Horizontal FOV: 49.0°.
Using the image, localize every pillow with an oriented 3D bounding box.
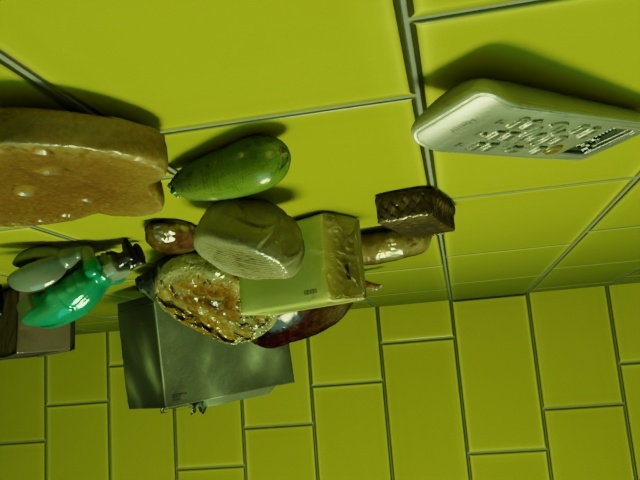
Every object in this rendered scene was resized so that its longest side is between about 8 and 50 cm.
[{"bbox_3d":[-0.333,0.101,1.624,0.161,0.092,0.335,29,160,-16],"label":"pillow"}]

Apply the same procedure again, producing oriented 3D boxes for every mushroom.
[{"bbox_3d":[-0.058,0.144,1.687,0.345,0.239,0.345,-14,-168,3],"label":"mushroom"}]

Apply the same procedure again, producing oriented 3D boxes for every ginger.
[{"bbox_3d":[0.136,0.010,1.424,0.190,0.068,0.095,-10,-167,22],"label":"ginger"}]

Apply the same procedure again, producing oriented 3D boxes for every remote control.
[{"bbox_3d":[0.239,-0.134,0.769,0.313,0.055,0.109,-2,163,-38],"label":"remote control"}]

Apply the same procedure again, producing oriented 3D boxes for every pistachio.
[{"bbox_3d":[-0.261,0.001,1.265,0.090,0.049,0.173,-7,169,19],"label":"pistachio"}]

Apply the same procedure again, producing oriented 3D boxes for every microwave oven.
[{"bbox_3d":[-0.328,0.311,2.050,0.432,0.374,0.236,-1,169,-40],"label":"microwave oven"}]

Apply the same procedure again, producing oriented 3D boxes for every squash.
[{"bbox_3d":[-0.116,-0.083,0.853,0.201,0.066,0.066,-9,169,40],"label":"squash"}]

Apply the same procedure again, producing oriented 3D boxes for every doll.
[{"bbox_3d":[-0.473,0.072,1.379,0.258,0.153,0.195,-19,154,-15],"label":"doll"}]

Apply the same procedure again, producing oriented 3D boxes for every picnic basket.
[{"bbox_3d":[0.166,-0.042,1.201,0.110,0.054,0.193,-9,170,24],"label":"picnic basket"}]

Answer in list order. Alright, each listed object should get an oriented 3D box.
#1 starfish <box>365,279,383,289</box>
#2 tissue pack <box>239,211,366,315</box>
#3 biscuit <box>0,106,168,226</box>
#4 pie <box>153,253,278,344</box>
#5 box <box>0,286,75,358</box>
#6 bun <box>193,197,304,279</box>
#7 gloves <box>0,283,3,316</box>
[{"bbox_3d":[0.037,0.121,1.990,0.299,0.060,0.302,11,168,-35],"label":"starfish"},{"bbox_3d":[-0.039,0.050,1.314,0.234,0.159,0.125,-13,167,40],"label":"tissue pack"},{"bbox_3d":[-0.305,-0.077,0.813,0.287,0.057,0.344,6,164,-43],"label":"biscuit"},{"bbox_3d":[-0.220,0.125,1.474,0.274,0.055,0.274,7,137,7],"label":"pie"},{"bbox_3d":[-0.758,0.214,1.830,0.153,0.188,0.252,5,168,-42],"label":"box"},{"bbox_3d":[-0.106,-0.009,1.102,0.173,0.113,0.166,22,158,-12],"label":"bun"},{"bbox_3d":[-0.829,0.126,1.502,0.197,0.152,0.301,-40,139,23],"label":"gloves"}]
